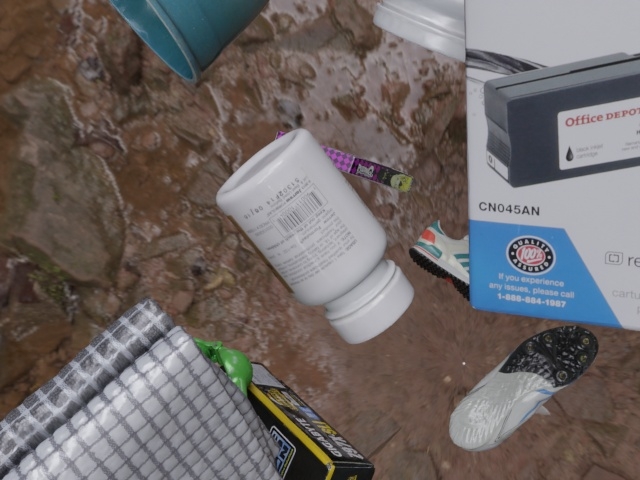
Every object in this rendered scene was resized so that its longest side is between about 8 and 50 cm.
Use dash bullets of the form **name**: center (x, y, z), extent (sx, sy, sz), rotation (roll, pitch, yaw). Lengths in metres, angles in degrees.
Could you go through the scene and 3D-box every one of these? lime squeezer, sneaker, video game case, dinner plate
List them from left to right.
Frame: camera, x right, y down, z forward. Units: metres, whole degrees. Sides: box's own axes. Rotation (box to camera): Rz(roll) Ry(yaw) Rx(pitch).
- **lime squeezer**: center (-0.151, 0.167, 1.106), extent (0.310, 0.059, 0.110), rotation (20, 65, 36)
- **video game case**: center (0.050, -0.167, 1.953), extent (0.232, 0.210, 0.042), rotation (24, 97, 41)
- **sneaker**: center (0.207, 0.033, 1.288), extent (0.161, 0.057, 0.075), rotation (34, 73, 2)
- **dinner plate**: center (0.373, 0.298, 1.747), extent (0.141, 0.141, 0.017), rotation (30, 81, 11)
- **sneaker**: center (0.272, 0.197, 1.241), extent (0.237, 0.086, 0.085), rotation (-41, 71, 11)

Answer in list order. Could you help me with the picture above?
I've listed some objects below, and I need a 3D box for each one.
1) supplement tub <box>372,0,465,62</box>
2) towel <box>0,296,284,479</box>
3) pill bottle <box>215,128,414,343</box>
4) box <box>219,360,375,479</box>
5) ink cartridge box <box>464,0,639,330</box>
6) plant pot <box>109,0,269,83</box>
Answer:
- **supplement tub**: center (0.186, -0.352, 1.056), extent (0.191, 0.191, 0.272), rotation (25, 108, 11)
- **towel**: center (-0.168, 0.215, 0.840), extent (0.235, 0.284, 0.121), rotation (-43, 49, -17)
- **pill bottle**: center (0.000, 0.000, 1.036), extent (0.131, 0.131, 0.229), rotation (-38, 105, 2)
- **box**: center (-0.088, 0.346, 1.124), extent (0.257, 0.079, 0.322), rotation (33, 105, 47)
- **ink cartridge box**: center (0.285, -0.130, 0.815), extent (0.285, 0.166, 0.395), rotation (6, 110, 29)
- **plant pot**: center (-0.153, -0.386, 1.174), extent (0.255, 0.271, 0.271), rotation (-41, 78, -8)
